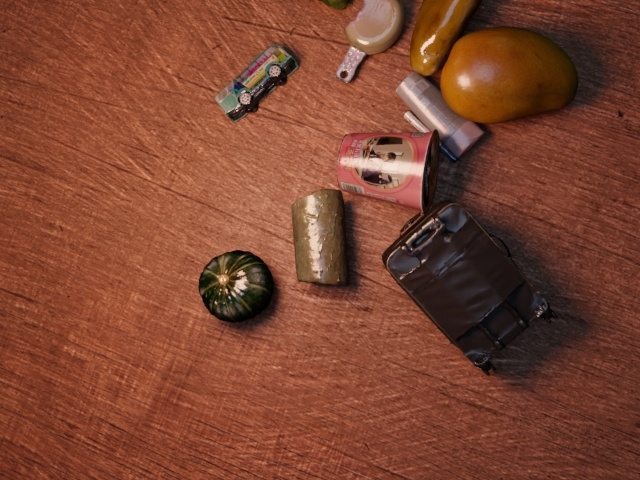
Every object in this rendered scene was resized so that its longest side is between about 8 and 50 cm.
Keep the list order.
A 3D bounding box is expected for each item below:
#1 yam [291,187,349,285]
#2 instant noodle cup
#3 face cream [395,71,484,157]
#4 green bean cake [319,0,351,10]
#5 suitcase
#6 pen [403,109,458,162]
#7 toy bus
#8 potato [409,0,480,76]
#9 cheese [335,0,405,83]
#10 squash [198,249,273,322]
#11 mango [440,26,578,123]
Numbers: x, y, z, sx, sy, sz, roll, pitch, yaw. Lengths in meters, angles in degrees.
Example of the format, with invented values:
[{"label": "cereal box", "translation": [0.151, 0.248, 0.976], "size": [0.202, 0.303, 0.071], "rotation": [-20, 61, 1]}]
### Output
[{"label": "yam", "translation": [0.000, 0.000, 1.783], "size": [0.161, 0.161, 0.268], "rotation": [-7, 84, 9]}, {"label": "instant noodle cup", "translation": [0.186, -0.204, 1.751], "size": [0.254, 0.244, 0.244], "rotation": [10, 86, 19]}, {"label": "face cream", "translation": [0.335, -0.360, 1.804], "size": [0.107, 0.073, 0.269], "rotation": [-43, 80, 1]}, {"label": "green bean cake", "translation": [0.029, -0.809, 1.869], "size": [0.200, 0.113, 0.214], "rotation": [33, 99, 13]}, {"label": "suitcase", "translation": [0.377, 0.105, 1.668], "size": [0.283, 0.194, 0.434], "rotation": [-42, 96, 5]}, {"label": "pen", "translation": [0.317, -0.298, 1.828], "size": [0.025, 0.025, 0.204], "rotation": [-45, 81, 3]}, {"label": "toy bus", "translation": [-0.190, -0.468, 1.897], "size": [0.261, 0.091, 0.109], "rotation": [-42, 73, 2]}, {"label": "potato", "translation": [0.352, -0.631, 1.763], "size": [0.195, 0.176, 0.369], "rotation": [29, 98, 48]}, {"label": "cheese", "translation": [0.130, -0.591, 1.857], "size": [0.163, 0.082, 0.286], "rotation": [34, 92, 12]}, {"label": "squash", "translation": [-0.239, 0.129, 1.803], "size": [0.218, 0.172, 0.218], "rotation": [-1, 85, 16]}, {"label": "mango", "translation": [0.508, -0.444, 1.714], "size": [0.377, 0.221, 0.264], "rotation": [2, 74, -5]}]
